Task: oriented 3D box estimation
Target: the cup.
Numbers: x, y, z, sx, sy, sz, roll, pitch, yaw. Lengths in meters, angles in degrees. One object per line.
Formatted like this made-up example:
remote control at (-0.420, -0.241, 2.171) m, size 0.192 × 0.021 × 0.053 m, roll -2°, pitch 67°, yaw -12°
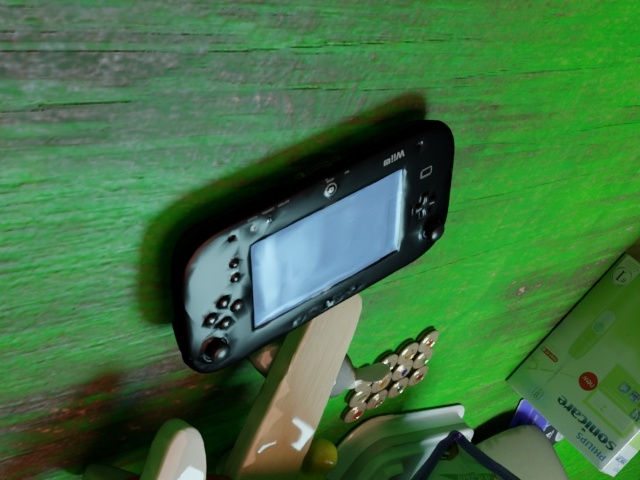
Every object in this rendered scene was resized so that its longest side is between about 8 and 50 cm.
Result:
cup at (0.320, 0.510, 1.833) m, size 0.331 × 0.237 × 0.331 m, roll -26°, pitch 146°, yaw -19°

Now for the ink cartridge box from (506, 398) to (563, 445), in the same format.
ink cartridge box at (0.417, 0.318, 1.953) m, size 0.208 × 0.045 × 0.206 m, roll -25°, pitch 145°, yaw -31°

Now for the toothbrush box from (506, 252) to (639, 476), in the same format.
toothbrush box at (0.474, 0.198, 1.706) m, size 0.283 × 0.206 × 0.122 m, roll -48°, pitch 151°, yaw 6°

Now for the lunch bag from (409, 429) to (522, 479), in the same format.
lunch bag at (0.124, 0.501, 1.389) m, size 0.385 × 0.239 × 0.328 m, roll -37°, pitch 152°, yaw -51°

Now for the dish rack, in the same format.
dish rack at (0.088, 0.372, 1.574) m, size 0.333 × 0.072 × 0.285 m, roll 4°, pitch 124°, yaw -55°

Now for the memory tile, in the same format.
memory tile at (0.091, 0.174, 1.381) m, size 0.148 × 0.012 × 0.113 m, roll -26°, pitch 145°, yaw -31°

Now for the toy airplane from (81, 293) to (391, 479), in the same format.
toy airplane at (-0.067, 0.283, 1.113) m, size 0.386 × 0.272 × 0.384 m, roll -27°, pitch 109°, yaw -14°

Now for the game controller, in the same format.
game controller at (0.000, 0.000, 0.987) m, size 0.319 × 0.067 × 0.166 m, roll -28°, pitch 147°, yaw -29°
